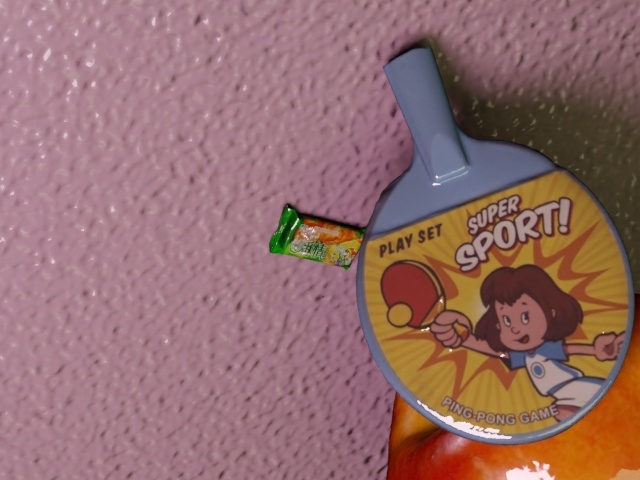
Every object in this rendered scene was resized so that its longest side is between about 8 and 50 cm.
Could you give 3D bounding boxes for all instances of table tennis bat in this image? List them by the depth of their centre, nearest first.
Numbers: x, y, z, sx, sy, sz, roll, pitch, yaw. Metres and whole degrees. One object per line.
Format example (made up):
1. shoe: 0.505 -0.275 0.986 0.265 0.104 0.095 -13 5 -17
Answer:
1. table tennis bat: 0.122 0.001 1.333 0.215 0.329 0.044 -20 167 5

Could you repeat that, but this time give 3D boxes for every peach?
1. peach: 0.221 0.204 1.478 0.310 0.335 0.406 -37 122 1

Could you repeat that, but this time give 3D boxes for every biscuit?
1. biscuit: 0.000 0.000 1.443 0.089 0.016 0.046 13 114 -32
